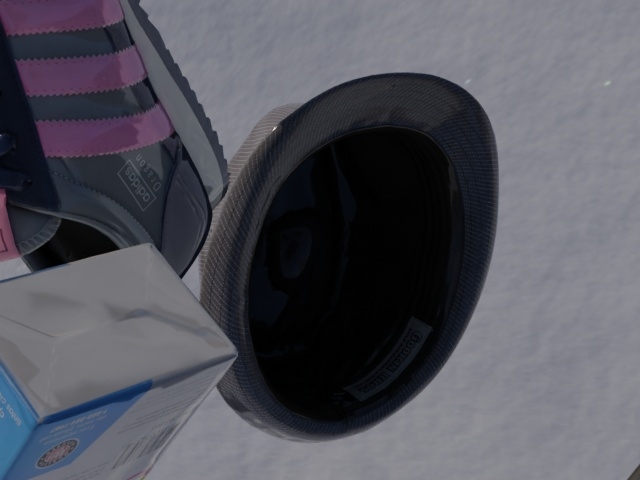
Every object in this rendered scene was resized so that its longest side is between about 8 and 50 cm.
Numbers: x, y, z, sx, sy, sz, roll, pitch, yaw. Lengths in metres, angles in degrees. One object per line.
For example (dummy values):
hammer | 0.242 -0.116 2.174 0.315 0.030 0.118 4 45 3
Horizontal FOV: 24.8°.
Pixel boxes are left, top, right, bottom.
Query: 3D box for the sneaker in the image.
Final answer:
sneaker | -0.144 -0.065 0.660 0.319 0.112 0.131 55 48 -44

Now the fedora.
fedora | 0.000 0.000 1.024 0.243 0.124 0.276 -14 118 -31

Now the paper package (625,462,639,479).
paper package | 0.255 0.222 0.647 0.309 0.168 0.325 38 83 30

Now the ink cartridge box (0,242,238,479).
ink cartridge box | -0.123 0.090 0.554 0.061 0.181 0.104 48 33 19
